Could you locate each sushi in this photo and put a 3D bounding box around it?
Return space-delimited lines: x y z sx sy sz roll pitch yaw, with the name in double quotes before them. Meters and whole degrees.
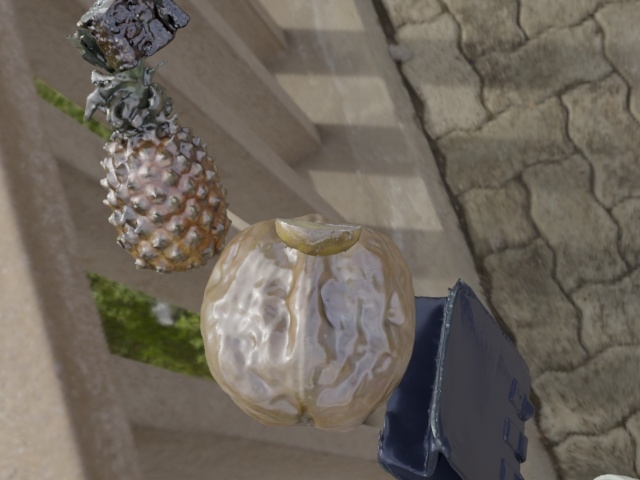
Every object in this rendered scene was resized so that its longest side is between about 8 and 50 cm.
"sushi" -0.219 -0.250 1.217 0.098 0.084 0.094 -3 40 52

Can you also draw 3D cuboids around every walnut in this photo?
"walnut" -0.011 0.096 1.291 0.273 0.227 0.273 -12 64 26

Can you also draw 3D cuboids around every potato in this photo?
"potato" -0.001 0.001 1.103 0.093 0.036 0.037 6 101 -11

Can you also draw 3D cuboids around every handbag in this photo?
"handbag" 0.223 0.268 1.659 0.122 0.329 0.303 -14 48 32

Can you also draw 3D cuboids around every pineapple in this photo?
"pineapple" -0.222 -0.132 1.398 0.175 0.175 0.361 -2 115 16

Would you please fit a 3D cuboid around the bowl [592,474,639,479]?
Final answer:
"bowl" 0.361 0.381 1.091 0.145 0.277 0.277 1 76 -9
